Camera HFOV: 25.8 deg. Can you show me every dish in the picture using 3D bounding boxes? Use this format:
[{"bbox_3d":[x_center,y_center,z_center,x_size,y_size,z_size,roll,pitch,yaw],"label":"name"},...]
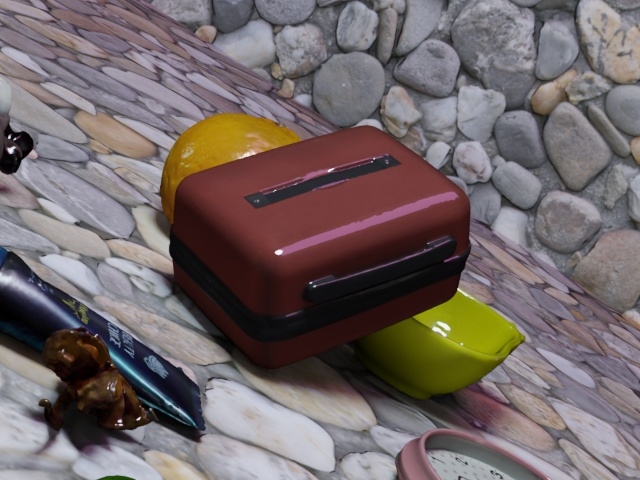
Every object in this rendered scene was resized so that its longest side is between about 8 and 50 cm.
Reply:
[{"bbox_3d":[0.126,0.120,1.730,0.221,0.108,0.262,35,15,21],"label":"dish"}]

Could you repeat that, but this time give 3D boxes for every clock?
[{"bbox_3d":[0.183,0.275,1.389,0.244,0.056,0.244,28,15,-9],"label":"clock"}]

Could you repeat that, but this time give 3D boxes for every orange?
[{"bbox_3d":[-0.095,-0.062,1.778,0.219,0.193,0.219,13,7,-2],"label":"orange"}]

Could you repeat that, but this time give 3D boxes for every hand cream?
[{"bbox_3d":[-0.220,0.084,1.255,0.270,0.061,0.120,35,6,-15],"label":"hand cream"}]

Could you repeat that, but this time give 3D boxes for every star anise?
[{"bbox_3d":[-0.191,0.117,1.116,0.097,0.070,0.190,61,-2,8],"label":"star anise"}]

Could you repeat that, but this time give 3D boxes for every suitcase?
[{"bbox_3d":[0.000,0.000,1.560,0.297,0.161,0.236,-18,40,-30],"label":"suitcase"}]

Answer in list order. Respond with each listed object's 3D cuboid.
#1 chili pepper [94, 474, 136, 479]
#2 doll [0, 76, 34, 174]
[{"bbox_3d":[-0.087,0.231,0.944,0.204,0.073,0.072,40,3,33],"label":"chili pepper"},{"bbox_3d":[-0.397,-0.118,1.469,0.182,0.117,0.257,23,16,-8],"label":"doll"}]
